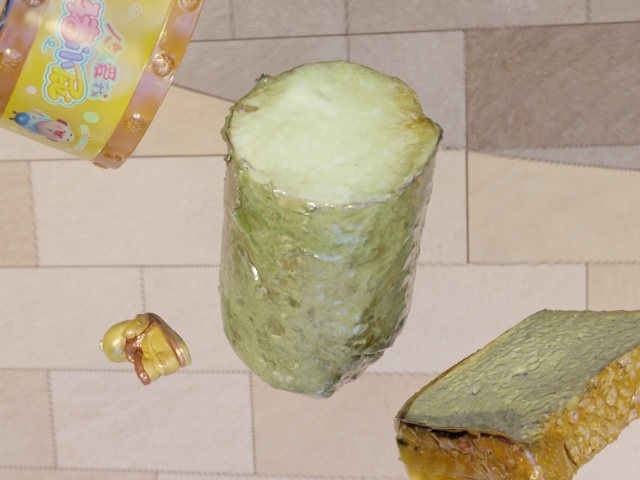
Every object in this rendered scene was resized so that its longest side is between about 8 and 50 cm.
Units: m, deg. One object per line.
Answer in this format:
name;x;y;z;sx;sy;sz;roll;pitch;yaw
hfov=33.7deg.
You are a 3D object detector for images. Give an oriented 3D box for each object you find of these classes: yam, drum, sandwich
yam;0.000;0.000;1.006;0.195;0.195;0.300;12;134;7
drum;-0.301;-0.319;1.419;0.214;0.431;0.431;21;104;-18
sandwich;0.208;0.153;0.997;0.251;0.226;0.087;-28;103;-31

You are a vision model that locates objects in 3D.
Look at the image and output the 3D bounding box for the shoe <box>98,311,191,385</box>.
shoe;-0.194;0.116;1.158;0.109;0.069;0.072;38;145;30
